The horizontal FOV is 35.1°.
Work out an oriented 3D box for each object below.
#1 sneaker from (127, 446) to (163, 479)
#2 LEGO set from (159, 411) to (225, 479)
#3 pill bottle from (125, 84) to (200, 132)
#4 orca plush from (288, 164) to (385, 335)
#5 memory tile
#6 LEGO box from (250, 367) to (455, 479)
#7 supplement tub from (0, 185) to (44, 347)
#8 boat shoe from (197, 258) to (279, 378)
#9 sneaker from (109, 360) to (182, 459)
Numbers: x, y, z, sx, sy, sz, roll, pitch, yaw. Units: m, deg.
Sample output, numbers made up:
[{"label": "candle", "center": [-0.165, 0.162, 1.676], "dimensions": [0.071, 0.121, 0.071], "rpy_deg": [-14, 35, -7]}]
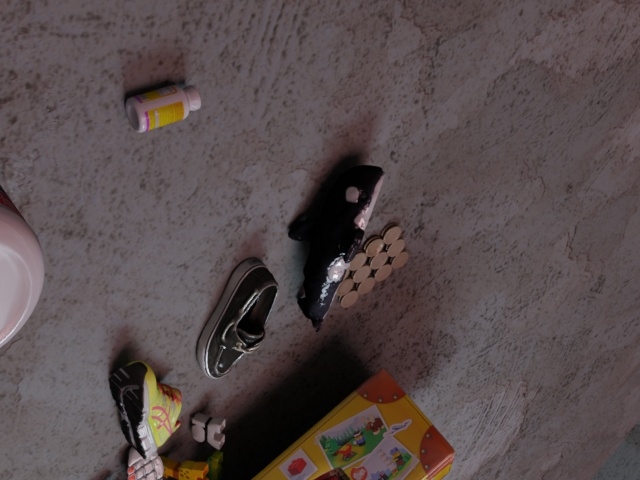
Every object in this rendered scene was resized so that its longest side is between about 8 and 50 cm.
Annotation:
[{"label": "sneaker", "center": [-0.287, 0.391, 1.644], "dimensions": [0.061, 0.065, 0.157], "rpy_deg": [-18, 114, -24]}, {"label": "LEGO set", "center": [-0.221, 0.386, 1.687], "dimensions": [0.087, 0.093, 0.227], "rpy_deg": [-52, 154, -50]}, {"label": "pill bottle", "center": [-0.186, -0.159, 1.204], "dimensions": [0.083, 0.043, 0.043], "rpy_deg": [-22, 138, -27]}, {"label": "orca plush", "center": [0.000, 0.000, 1.536], "dimensions": [0.151, 0.102, 0.287], "rpy_deg": [-73, -175, -47]}, {"label": "memory tile", "center": [0.081, 0.042, 1.686], "dimensions": [0.148, 0.012, 0.113], "rpy_deg": [-36, 143, -10]}, {"label": "LEGO box", "center": [-0.009, 0.484, 1.794], "dimensions": [0.500, 0.193, 0.372], "rpy_deg": [-40, 164, -6]}, {"label": "supplement tub", "center": [-0.395, -0.021, 0.945], "dimensions": [0.191, 0.272, 0.191], "rpy_deg": [-26, 141, -24]}, {"label": "boat shoe", "center": [-0.124, 0.134, 1.530], "dimensions": [0.078, 0.070, 0.219], "rpy_deg": [-5, 129, -41]}, {"label": "sneaker", "center": [-0.252, 0.237, 1.513], "dimensions": [0.094, 0.081, 0.208], "rpy_deg": [-32, 149, -28]}]
